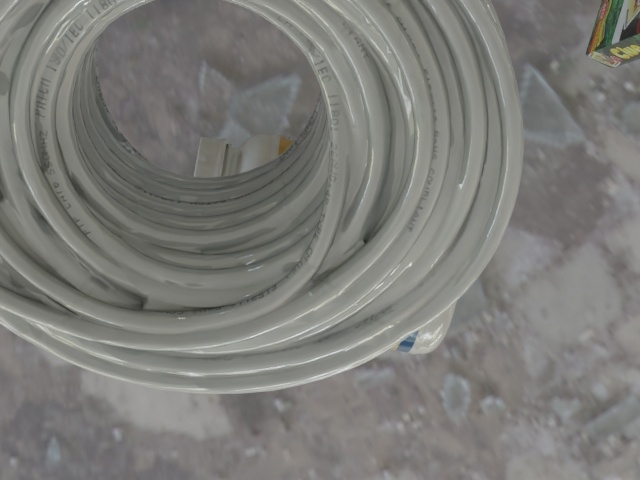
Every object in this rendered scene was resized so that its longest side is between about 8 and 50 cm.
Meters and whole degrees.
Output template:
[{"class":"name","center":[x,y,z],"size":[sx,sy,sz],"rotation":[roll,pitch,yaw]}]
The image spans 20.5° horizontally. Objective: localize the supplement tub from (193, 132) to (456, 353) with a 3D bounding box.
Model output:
[{"class":"supplement tub","center":[0.000,0.000,1.304],"size":[0.200,0.144,0.144],"rotation":[9,112,-4]}]

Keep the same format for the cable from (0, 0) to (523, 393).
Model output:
[{"class":"cable","center":[-0.049,-0.054,0.719],"size":[0.257,0.089,0.257],"rotation":[41,112,-19]}]

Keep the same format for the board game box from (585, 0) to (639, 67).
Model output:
[{"class":"board game box","center":[0.253,-0.253,1.220],"size":[0.030,0.136,0.259],"rotation":[18,82,-10]}]
